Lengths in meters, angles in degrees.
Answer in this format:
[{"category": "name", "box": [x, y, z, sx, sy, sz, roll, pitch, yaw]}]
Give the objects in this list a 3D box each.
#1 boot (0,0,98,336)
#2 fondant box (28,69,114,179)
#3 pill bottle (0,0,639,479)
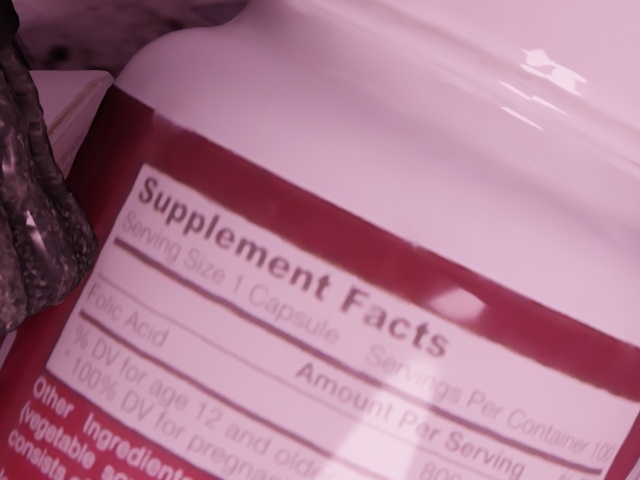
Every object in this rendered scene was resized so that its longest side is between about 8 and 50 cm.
[{"category": "boot", "box": [-0.100, -0.099, 0.506, 0.348, 0.260, 0.131, -9, -173, 30]}, {"category": "fondant box", "box": [-0.169, 0.083, 0.854, 0.238, 0.096, 0.330, 3, 127, 25]}, {"category": "pill bottle", "box": [-0.008, 0.065, 0.654, 0.224, 0.392, 0.224, 27, -177, -2]}]
